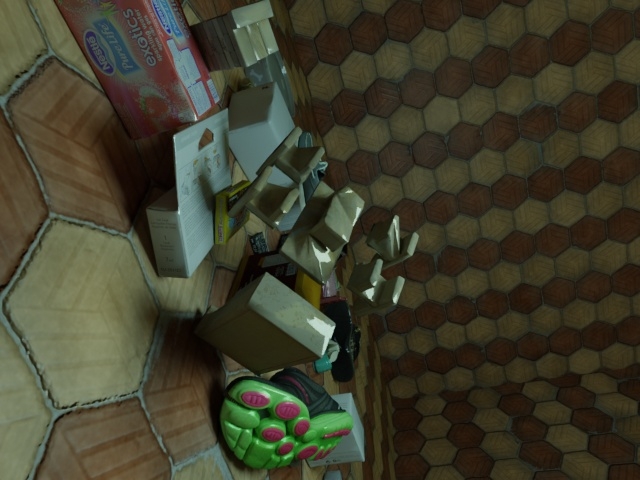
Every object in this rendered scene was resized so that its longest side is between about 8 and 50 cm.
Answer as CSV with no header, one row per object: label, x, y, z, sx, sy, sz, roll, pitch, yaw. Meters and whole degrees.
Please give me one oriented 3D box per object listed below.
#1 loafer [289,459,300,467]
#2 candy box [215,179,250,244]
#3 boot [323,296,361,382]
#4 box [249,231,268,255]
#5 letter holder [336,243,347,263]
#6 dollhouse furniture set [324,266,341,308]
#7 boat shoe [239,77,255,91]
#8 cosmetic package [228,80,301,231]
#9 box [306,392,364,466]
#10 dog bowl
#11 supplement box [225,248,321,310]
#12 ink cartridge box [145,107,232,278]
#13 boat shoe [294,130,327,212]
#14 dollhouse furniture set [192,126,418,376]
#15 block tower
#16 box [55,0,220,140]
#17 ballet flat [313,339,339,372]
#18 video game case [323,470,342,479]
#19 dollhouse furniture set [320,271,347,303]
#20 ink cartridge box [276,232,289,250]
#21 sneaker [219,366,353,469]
loafer,-0.084,0.565,1.098,0.039,0.045,0.125,-115,-168,-65
candy box,-0.197,-0.071,0.920,0.206,0.027,0.105,-74,173,-72
boot,0.112,0.437,1.897,0.284,0.138,0.377,-5,86,-77
box,-0.188,0.015,1.233,0.083,0.018,0.067,-62,137,-72
letter holder,0.000,0.000,1.885,0.152,0.214,0.302,37,29,-19
dollhouse furniture set,0.059,0.214,1.974,0.161,0.101,0.182,-46,123,-76
boat shoe,-0.255,-0.503,1.388,0.048,0.056,0.153,57,30,-71
cosmetic package,-0.147,-0.266,1.372,0.453,0.161,0.230,65,19,-47
box,0.031,0.589,1.250,0.119,0.181,0.182,-79,153,-62
dog bowl,-0.208,-0.650,1.645,0.349,0.102,0.349,-12,90,-78
supplement box,-0.111,0.129,1.044,0.191,0.194,0.129,-84,159,-56
ink cartridge box,-0.247,-0.110,0.800,0.296,0.066,0.261,-79,172,-64
boat shoe,-0.018,-0.213,1.299,0.116,0.099,0.319,40,42,-67
dollhouse furniture set,-0.049,0.052,0.840,0.362,0.256,0.394,39,51,-15
block tower,-0.227,-0.402,0.829,0.091,0.335,0.097,-41,126,-31
box,-0.318,-0.354,0.713,0.154,0.142,0.300,-84,157,-57
ballet flat,0.034,0.457,1.635,0.247,0.087,0.083,-56,132,-74
video game case,0.047,0.927,1.262,0.244,0.061,0.269,-16,93,-79
dollhouse furniture set,0.016,0.128,1.428,0.374,0.152,0.201,29,48,-74
ink cartridge box,-0.088,0.173,1.430,0.303,0.072,0.307,-84,159,-61
sneaker,-0.095,0.415,0.979,0.202,0.185,0.483,39,-6,38
